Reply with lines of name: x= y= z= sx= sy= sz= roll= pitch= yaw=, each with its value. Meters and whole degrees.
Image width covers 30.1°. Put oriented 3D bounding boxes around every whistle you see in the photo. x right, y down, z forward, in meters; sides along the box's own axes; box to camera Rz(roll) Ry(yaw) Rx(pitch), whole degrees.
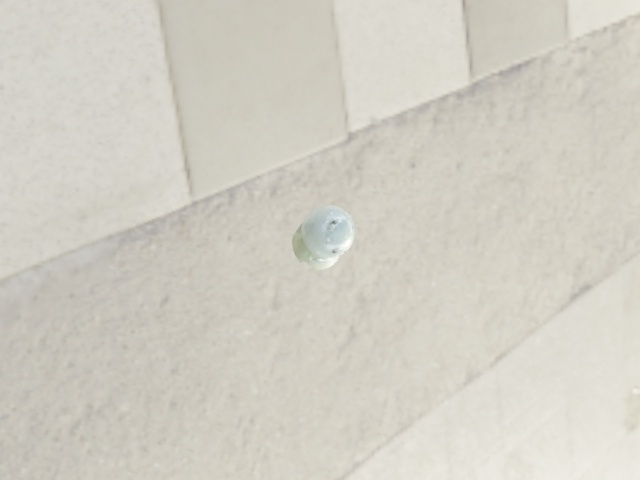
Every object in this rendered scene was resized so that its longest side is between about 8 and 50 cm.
whistle: x=0.000 y=0.000 z=0.792 sx=0.035 sy=0.100 sz=0.035 roll=2 pitch=77 yaw=-11
